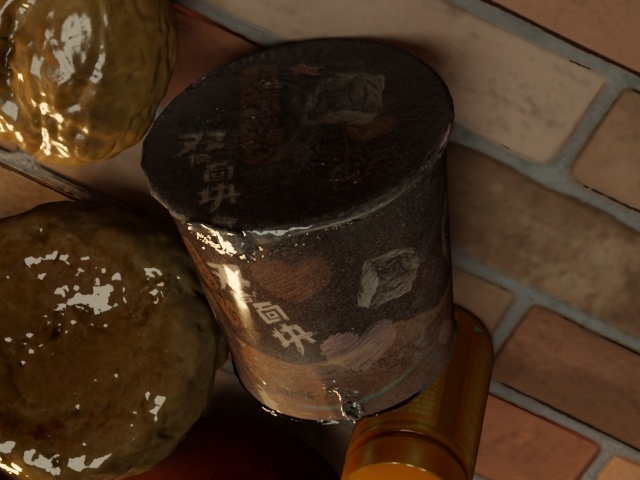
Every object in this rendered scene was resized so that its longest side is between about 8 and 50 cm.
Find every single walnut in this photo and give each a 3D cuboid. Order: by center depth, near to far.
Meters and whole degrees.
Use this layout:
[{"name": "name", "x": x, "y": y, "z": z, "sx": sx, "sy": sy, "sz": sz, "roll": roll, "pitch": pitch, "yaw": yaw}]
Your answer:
[{"name": "walnut", "x": -0.174, "y": -0.144, "z": 1.094, "sx": 0.155, "sy": 0.155, "sz": 0.184, "roll": 17, "pitch": 125, "yaw": 2}]

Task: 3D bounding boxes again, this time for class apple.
[{"name": "apple", "x": -0.084, "y": 0.255, "z": 1.311, "sx": 0.201, "sy": 0.218, "sz": 0.218, "roll": 26, "pitch": 131, "yaw": 27}]

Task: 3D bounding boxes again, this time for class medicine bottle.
[{"name": "medicine bottle", "x": 0.075, "y": 0.138, "z": 1.202, "sx": 0.096, "sy": 0.192, "sz": 0.096, "roll": 7, "pitch": 127, "yaw": 9}]

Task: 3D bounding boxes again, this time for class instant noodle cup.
[{"name": "instant noodle cup", "x": 0.000, "y": 0.000, "z": 1.121, "sx": 0.217, "sy": 0.217, "sz": 0.207, "roll": -1, "pitch": 131, "yaw": 14}]

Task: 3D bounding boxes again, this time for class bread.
[{"name": "bread", "x": -0.184, "y": 0.082, "z": 1.234, "sx": 0.230, "sy": 0.123, "sz": 0.230, "roll": 0, "pitch": 83, "yaw": 3}]
